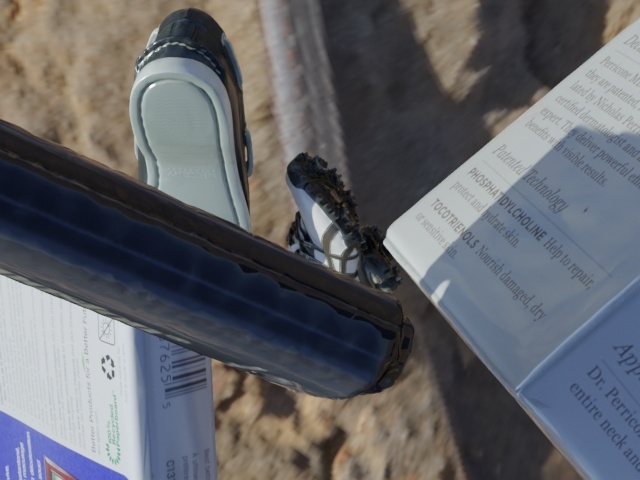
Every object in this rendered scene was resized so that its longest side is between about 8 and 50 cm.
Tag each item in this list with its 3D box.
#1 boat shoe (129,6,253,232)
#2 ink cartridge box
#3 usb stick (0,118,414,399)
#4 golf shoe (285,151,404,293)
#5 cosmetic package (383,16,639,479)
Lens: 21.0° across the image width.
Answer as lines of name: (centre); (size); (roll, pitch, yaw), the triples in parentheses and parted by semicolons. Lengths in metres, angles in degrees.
boat shoe: (-0.107, -0.067, 1.495); (0.114, 0.091, 0.302); (9, 140, 0)
ink cartridge box: (-0.179, 0.116, 1.166); (0.307, 0.072, 0.303); (16, 114, 51)
usb stick: (-0.090, -0.006, 0.575); (0.278, 0.077, 0.045); (24, 70, -32)
golf shoe: (0.000, 0.000, 1.567); (0.094, 0.077, 0.198); (-22, 138, 13)
cosmetic package: (0.332, 0.033, 1.385); (0.393, 0.327, 0.329); (-40, 115, 1)
